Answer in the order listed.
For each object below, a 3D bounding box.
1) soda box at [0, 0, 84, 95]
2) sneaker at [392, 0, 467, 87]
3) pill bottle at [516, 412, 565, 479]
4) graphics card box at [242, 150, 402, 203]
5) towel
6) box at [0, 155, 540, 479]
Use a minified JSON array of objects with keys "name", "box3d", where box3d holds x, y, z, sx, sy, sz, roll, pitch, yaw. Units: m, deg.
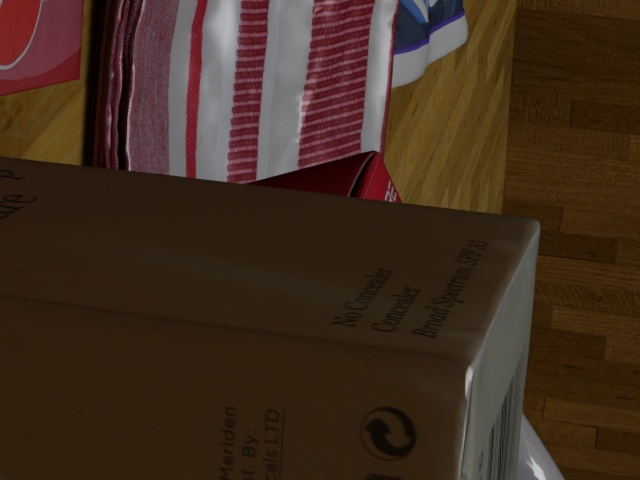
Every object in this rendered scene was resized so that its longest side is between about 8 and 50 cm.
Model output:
[{"name":"soda box","box3d":[-0.173,-0.097,0.598,0.263,0.084,0.092,-40,136,-73]},{"name":"sneaker","box3d":[0.033,-0.263,1.421,0.323,0.130,0.236,-35,116,-59]},{"name":"pill bottle","box3d":[-0.070,0.158,0.634,0.188,0.334,0.188,55,-4,6]},{"name":"graphics card box","box3d":[-0.009,0.142,0.868,0.371,0.233,0.094,63,27,-27]},{"name":"towel","box3d":[-0.037,-0.104,1.082,0.329,0.037,0.237,-11,110,-56]},{"name":"box","box3d":[-0.099,0.048,0.482,0.148,0.311,0.121,-50,145,-69]}]
